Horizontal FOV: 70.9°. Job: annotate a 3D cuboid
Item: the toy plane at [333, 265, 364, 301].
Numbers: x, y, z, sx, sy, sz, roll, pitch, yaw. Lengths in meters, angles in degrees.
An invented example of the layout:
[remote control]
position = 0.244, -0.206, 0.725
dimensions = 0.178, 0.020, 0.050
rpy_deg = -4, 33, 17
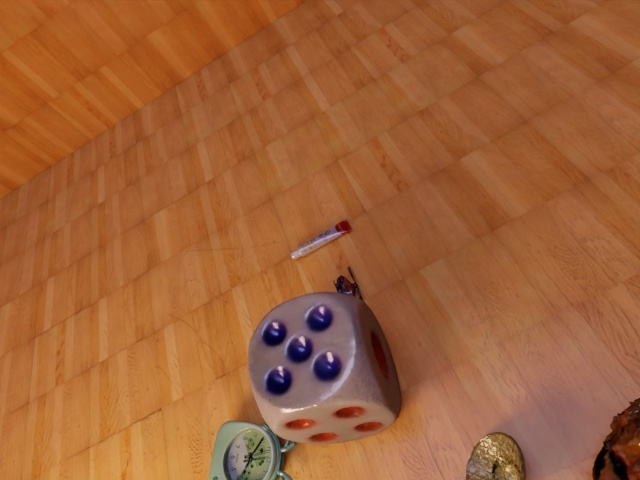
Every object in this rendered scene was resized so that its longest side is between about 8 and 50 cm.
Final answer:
[toy plane]
position = 0.076, 0.134, 1.163
dimensions = 0.060, 0.037, 0.145
rpy_deg = -24, 47, -1

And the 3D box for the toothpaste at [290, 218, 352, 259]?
[toothpaste]
position = 0.000, 0.000, 1.294
dimensions = 0.191, 0.031, 0.048
rpy_deg = -30, 48, 4

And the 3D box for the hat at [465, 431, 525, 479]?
[hat]
position = 0.341, 0.435, 0.822
dimensions = 0.146, 0.067, 0.146
rpy_deg = -57, 16, 25

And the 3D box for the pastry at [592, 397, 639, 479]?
[pastry]
position = 0.513, 0.390, 0.575
dimensions = 0.293, 0.405, 0.336
rpy_deg = 9, 93, 13

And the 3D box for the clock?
[clock]
position = -0.149, 0.502, 1.025
dimensions = 0.211, 0.066, 0.159
rpy_deg = -6, 58, 23

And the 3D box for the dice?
[dice]
position = 0.013, 0.278, 0.962
dimensions = 0.252, 0.259, 0.242
rpy_deg = -20, 52, 16
